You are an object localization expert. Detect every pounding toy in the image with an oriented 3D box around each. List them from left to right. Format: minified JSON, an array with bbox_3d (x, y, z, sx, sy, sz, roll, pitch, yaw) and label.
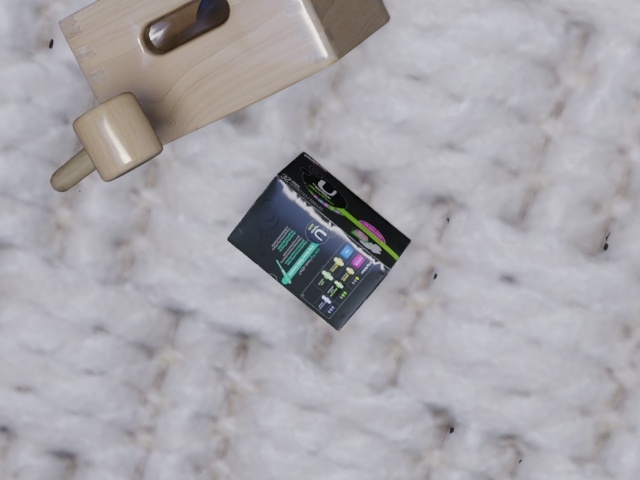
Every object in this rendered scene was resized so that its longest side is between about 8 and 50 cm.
[{"bbox_3d":[-0.083,-0.101,0.844,0.181,0.206,0.094,-23,99,21],"label":"pounding toy"}]

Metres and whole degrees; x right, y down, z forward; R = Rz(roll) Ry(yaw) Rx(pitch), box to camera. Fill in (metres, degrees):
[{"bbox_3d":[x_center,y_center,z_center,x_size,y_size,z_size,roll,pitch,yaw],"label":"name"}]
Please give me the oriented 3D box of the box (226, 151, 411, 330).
[{"bbox_3d":[0.000,0.000,0.930,0.083,0.062,0.052,39,111,1],"label":"box"}]
